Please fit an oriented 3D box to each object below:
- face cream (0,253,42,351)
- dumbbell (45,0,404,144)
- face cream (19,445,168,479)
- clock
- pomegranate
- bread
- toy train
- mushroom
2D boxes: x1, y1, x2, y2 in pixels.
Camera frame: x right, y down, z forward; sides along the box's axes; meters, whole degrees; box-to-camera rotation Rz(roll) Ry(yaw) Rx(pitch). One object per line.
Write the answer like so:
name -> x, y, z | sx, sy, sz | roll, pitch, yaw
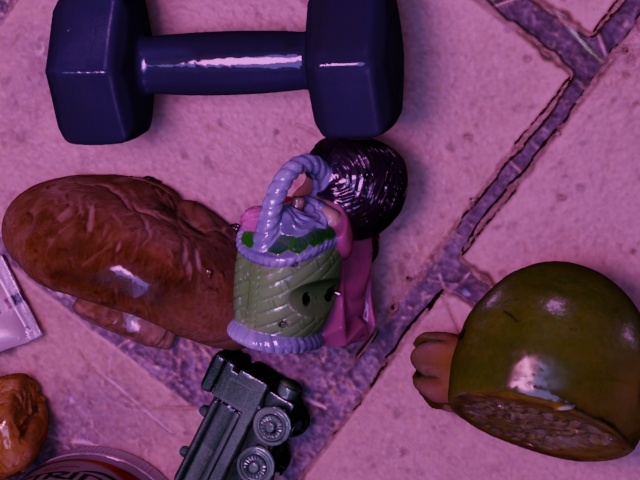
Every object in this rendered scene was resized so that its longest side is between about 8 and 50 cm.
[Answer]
face cream -> -0.403, 0.109, 1.983 | 0.243, 0.058, 0.092 | -28, 88, 9
dumbbell -> -0.086, -0.164, 1.817 | 0.324, 0.144, 0.160 | -1, 131, 10
face cream -> -0.240, 0.318, 1.916 | 0.201, 0.187, 0.201 | 2, 100, 11
clock -> 0.000, 0.000, 1.818 | 0.100, 0.194, 0.195 | 20, 103, 31
pomegranate -> 0.207, 0.109, 1.822 | 0.190, 0.241, 0.159 | 22, 68, -15
bread -> -0.375, 0.206, 1.964 | 0.211, 0.114, 0.083 | -17, 115, 14
toy train -> -0.082, 0.198, 1.930 | 0.111, 0.071, 0.170 | 30, 105, 14
mushroom -> -0.184, 0.027, 1.873 | 0.285, 0.151, 0.156 | 21, 102, 6
